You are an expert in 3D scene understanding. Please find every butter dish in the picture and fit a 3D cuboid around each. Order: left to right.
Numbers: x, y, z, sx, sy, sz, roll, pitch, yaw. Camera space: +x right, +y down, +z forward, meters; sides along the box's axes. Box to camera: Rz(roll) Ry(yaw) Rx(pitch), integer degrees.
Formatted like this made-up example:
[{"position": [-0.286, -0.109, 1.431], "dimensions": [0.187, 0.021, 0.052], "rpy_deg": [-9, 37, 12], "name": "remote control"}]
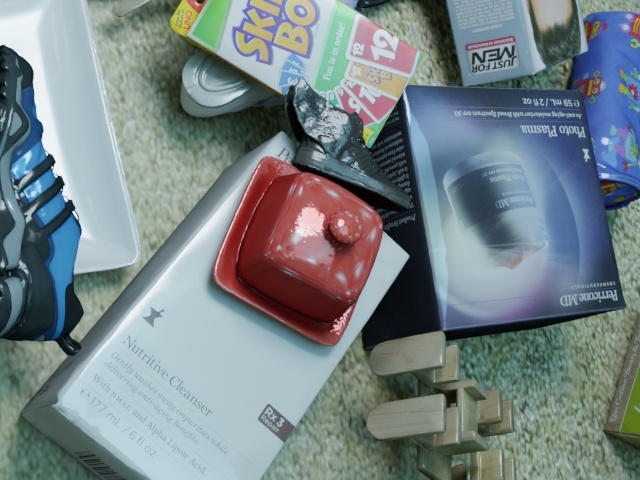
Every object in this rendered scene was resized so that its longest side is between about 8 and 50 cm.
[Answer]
[{"position": [0.000, 0.000, 0.999], "dimensions": [0.160, 0.118, 0.160], "rpy_deg": [31, 63, -19], "name": "butter dish"}]

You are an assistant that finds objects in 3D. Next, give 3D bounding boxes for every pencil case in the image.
[{"position": [0.427, -0.190, 1.481], "dimensions": [0.133, 0.119, 0.306], "rpy_deg": [27, 65, -32], "name": "pencil case"}]

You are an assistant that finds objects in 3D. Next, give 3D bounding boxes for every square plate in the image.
[{"position": [-0.382, -0.112, 1.025], "dimensions": [0.347, 0.049, 0.343], "rpy_deg": [-10, 83, -32], "name": "square plate"}]

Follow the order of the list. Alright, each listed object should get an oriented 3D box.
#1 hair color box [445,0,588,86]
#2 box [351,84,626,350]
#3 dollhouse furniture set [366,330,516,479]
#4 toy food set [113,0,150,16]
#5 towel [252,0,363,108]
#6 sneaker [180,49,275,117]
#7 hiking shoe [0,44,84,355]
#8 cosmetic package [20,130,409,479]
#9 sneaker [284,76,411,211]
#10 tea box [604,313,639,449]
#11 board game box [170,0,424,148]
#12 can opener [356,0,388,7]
[{"position": [0.243, -0.413, 1.353], "dimensions": [0.185, 0.114, 0.374], "rpy_deg": [-28, 109, -48], "name": "hair color box"}, {"position": [0.198, -0.029, 1.269], "dimensions": [0.296, 0.183, 0.293], "rpy_deg": [-4, 81, -30], "name": "box"}, {"position": [0.111, 0.259, 1.158], "dimensions": [0.212, 0.161, 0.242], "rpy_deg": [43, 42, -46], "name": "dollhouse furniture set"}, {"position": [-0.251, -0.358, 1.162], "dimensions": [0.128, 0.071, 0.218], "rpy_deg": [-40, 98, -7], "name": "toy food set"}, {"position": [-0.037, -0.313, 1.290], "dimensions": [0.209, 0.034, 0.284], "rpy_deg": [-15, 85, -33], "name": "towel"}, {"position": [-0.056, -0.209, 1.179], "dimensions": [0.235, 0.095, 0.090], "rpy_deg": [-21, 80, -14], "name": "sneaker"}, {"position": [-0.300, -0.040, 0.984], "dimensions": [0.132, 0.113, 0.304], "rpy_deg": [26, 55, -56], "name": "hiking shoe"}, {"position": [-0.102, 0.096, 1.074], "dimensions": [0.217, 0.156, 0.385], "rpy_deg": [42, 61, -13], "name": "cosmetic package"}, {"position": [0.033, -0.099, 1.082], "dimensions": [0.170, 0.051, 0.089], "rpy_deg": [22, 75, -19], "name": "sneaker"}, {"position": [0.634, 0.232, 1.360], "dimensions": [0.329, 0.323, 0.219], "rpy_deg": [28, 75, -21], "name": "tea box"}, {"position": [-0.026, -0.220, 1.109], "dimensions": [0.259, 0.039, 0.124], "rpy_deg": [30, 89, -8], "name": "board game box"}, {"position": [0.112, -0.356, 1.364], "dimensions": [0.186, 0.073, 0.059], "rpy_deg": [-21, 95, -34], "name": "can opener"}]
